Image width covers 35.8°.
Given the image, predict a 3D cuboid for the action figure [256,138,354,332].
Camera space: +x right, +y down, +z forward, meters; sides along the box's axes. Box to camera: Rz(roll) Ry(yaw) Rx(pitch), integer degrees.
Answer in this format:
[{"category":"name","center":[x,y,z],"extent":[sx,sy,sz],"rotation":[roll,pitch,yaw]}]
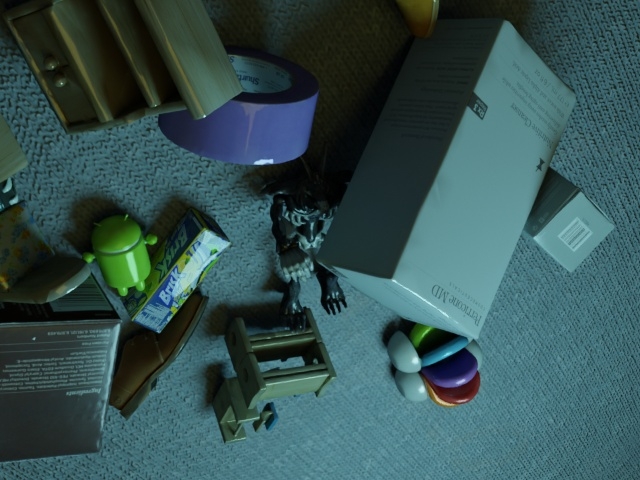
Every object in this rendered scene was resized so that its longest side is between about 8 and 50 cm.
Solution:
[{"category":"action figure","center":[0.000,0.000,1.415],"extent":[0.164,0.141,0.276],"rotation":[-15,130,-19]}]

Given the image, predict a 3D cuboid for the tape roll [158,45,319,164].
[{"category":"tape roll","center":[-0.100,-0.168,1.208],"extent":[0.189,0.189,0.080],"rotation":[-5,123,-27]}]

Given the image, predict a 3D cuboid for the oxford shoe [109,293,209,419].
[{"category":"oxford shoe","center":[-0.241,0.154,1.431],"extent":[0.076,0.076,0.212],"rotation":[39,86,-2]}]

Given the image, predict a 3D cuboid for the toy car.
[{"category":"toy car","center":[0.211,0.208,1.676],"extent":[0.159,0.136,0.182],"rotation":[-26,130,-12]}]

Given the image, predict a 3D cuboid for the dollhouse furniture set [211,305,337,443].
[{"category":"dollhouse furniture set","center":[-0.084,0.208,1.537],"extent":[0.129,0.129,0.184],"rotation":[-5,147,-28]}]

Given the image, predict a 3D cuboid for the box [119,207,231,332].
[{"category":"box","center":[-0.202,0.042,1.377],"extent":[0.054,0.059,0.169],"rotation":[32,102,-41]}]

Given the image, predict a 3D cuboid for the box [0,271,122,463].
[{"category":"box","center":[-0.370,0.152,1.274],"extent":[0.167,0.168,0.203],"rotation":[0,114,-31]}]

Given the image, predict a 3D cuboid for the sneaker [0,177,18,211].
[{"category":"sneaker","center":[-0.402,-0.109,1.128],"extent":[0.121,0.108,0.302],"rotation":[-30,130,-3]}]

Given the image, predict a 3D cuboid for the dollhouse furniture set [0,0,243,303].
[{"category":"dollhouse furniture set","center":[-0.313,-0.117,0.953],"extent":[0.394,0.256,0.362],"rotation":[-41,116,-37]}]

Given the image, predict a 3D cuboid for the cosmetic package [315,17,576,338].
[{"category":"cosmetic package","center":[0.177,-0.086,1.355],"extent":[0.217,0.156,0.385],"rotation":[31,76,-41]}]

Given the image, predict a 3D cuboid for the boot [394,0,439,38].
[{"category":"boot","center":[0.032,-0.358,1.233],"extent":[0.211,0.104,0.295],"rotation":[-17,135,-5]}]

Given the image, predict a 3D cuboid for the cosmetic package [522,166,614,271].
[{"category":"cosmetic package","center":[0.307,-0.071,1.478],"extent":[0.107,0.238,0.127],"rotation":[-47,134,10]}]

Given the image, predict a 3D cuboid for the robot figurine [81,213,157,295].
[{"category":"robot figurine","center":[-0.265,0.016,1.319],"extent":[0.101,0.067,0.115],"rotation":[-16,128,-10]}]
